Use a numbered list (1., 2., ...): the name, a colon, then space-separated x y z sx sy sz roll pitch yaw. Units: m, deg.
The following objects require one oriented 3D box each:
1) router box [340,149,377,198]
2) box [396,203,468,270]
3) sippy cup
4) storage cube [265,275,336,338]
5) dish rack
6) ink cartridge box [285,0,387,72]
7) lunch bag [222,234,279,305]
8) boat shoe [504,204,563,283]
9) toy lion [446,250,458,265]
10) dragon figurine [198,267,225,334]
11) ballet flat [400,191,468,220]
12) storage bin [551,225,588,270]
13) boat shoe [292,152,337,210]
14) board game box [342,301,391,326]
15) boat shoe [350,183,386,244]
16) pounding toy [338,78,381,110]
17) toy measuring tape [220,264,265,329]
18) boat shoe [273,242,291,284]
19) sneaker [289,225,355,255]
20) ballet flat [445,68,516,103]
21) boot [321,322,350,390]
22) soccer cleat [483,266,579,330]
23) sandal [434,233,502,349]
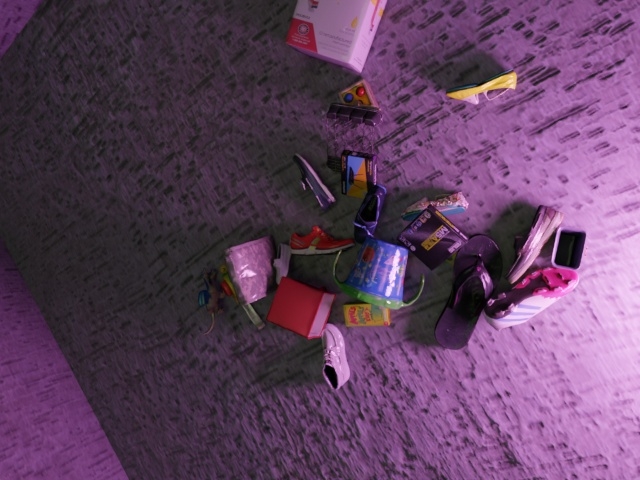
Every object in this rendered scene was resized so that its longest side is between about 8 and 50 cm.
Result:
1. router box: 0.145 -0.247 1.653 0.133 0.046 0.179 13 134 20
2. box: 0.400 -0.008 1.579 0.184 0.045 0.191 44 133 4
3. sippy cup: 0.218 0.114 1.634 0.240 0.305 0.224 23 96 60
4. storage cube: -0.074 0.266 1.761 0.193 0.183 0.215 19 87 19
5. dish rack: 0.118 -0.366 1.649 0.208 0.074 0.272 16 134 19
6. ink cartridge box: 0.073 -0.854 1.582 0.279 0.160 0.385 25 105 17
7. lunch bag: -0.289 0.123 1.793 0.168 0.287 0.236 -16 92 23
8. boat shoe: 0.703 0.012 1.483 0.092 0.102 0.286 35 105 19
9. toy lion: 0.484 0.030 1.609 0.096 0.034 0.100 36 109 21
10. dragon figurine: -0.503 0.271 1.994 0.144 0.085 0.290 24 111 50
11. ballet flat: 0.413 -0.125 1.599 0.240 0.091 0.077 -8 64 19
12. storage bin: 0.813 0.029 1.432 0.098 0.091 0.135 11 90 20
13. boat shoe: -0.038 -0.236 1.751 0.079 0.095 0.255 -39 91 10
14. board game box: 0.186 0.294 1.756 0.181 0.043 0.092 -7 95 22
15. boat shoe: 0.169 -0.091 1.655 0.108 0.089 0.259 18 123 14
16. pounding toy: 0.153 -0.513 1.629 0.130 0.100 0.141 -23 88 23
17. toy measuring tape: -0.343 0.242 1.918 0.121 0.121 0.330 -37 82 22
18. boat shoe: -0.165 0.093 1.806 0.066 0.063 0.184 -33 39 55
19. sneaker: 0.000 0.000 1.763 0.278 0.107 0.119 -3 87 20
20. ballet flat: 0.548 -0.510 1.489 0.230 0.077 0.077 -13 109 21
21. boot: 0.049 0.476 1.792 0.095 0.123 0.259 -19 90 23
22. soccer cleat: 0.720 0.202 1.506 0.330 0.116 0.143 -27 131 8
23. sandal: 0.534 0.200 1.555 0.167 0.107 0.447 14 105 7
